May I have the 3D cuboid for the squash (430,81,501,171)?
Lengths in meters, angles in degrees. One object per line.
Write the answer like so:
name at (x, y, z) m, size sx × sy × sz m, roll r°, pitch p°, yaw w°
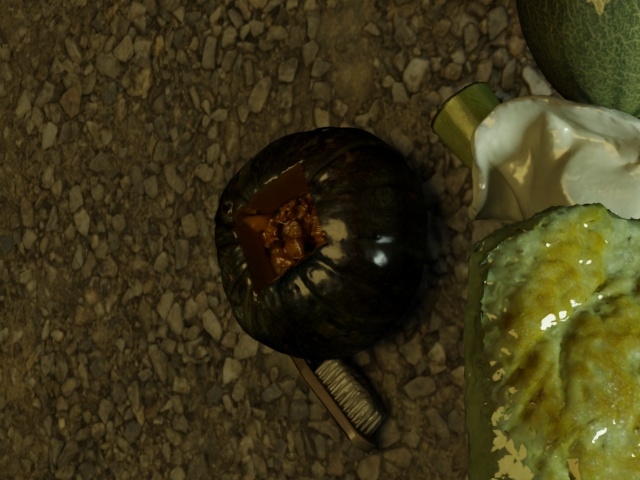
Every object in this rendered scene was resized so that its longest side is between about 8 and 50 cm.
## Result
squash at (0.243, -0.098, 1.668) m, size 0.224 × 0.094 × 0.094 m, roll 47°, pitch 116°, yaw 25°

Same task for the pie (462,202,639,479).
pie at (0.311, 0.174, 1.295) m, size 0.180 × 0.418 × 0.395 m, roll 135°, pitch 151°, yaw -57°

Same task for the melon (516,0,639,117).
melon at (0.335, -0.284, 1.493) m, size 0.238 × 0.237 × 0.301 m, roll -3°, pitch 87°, yaw 40°

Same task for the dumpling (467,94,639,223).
dumpling at (0.321, -0.076, 1.485) m, size 0.318 × 0.242 × 0.187 m, roll 8°, pitch 49°, yaw 21°

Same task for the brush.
brush at (-0.010, 0.158, 1.873) m, size 0.065 × 0.070 × 0.327 m, roll -45°, pitch 57°, yaw 7°

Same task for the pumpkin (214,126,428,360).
pumpkin at (0.000, 0.000, 1.777) m, size 0.321 × 0.192 × 0.320 m, roll -8°, pitch 75°, yaw 34°
